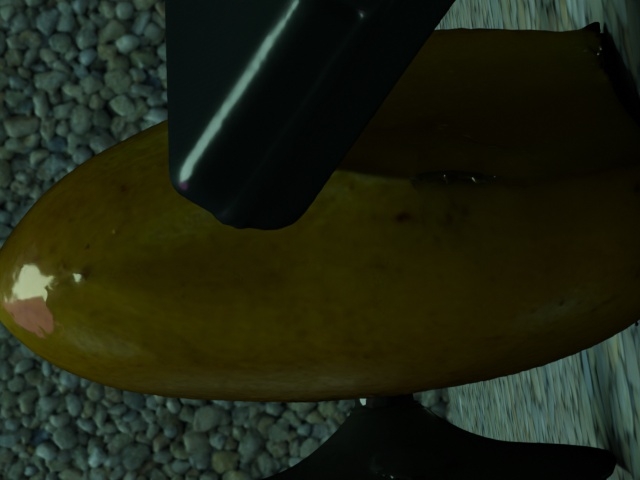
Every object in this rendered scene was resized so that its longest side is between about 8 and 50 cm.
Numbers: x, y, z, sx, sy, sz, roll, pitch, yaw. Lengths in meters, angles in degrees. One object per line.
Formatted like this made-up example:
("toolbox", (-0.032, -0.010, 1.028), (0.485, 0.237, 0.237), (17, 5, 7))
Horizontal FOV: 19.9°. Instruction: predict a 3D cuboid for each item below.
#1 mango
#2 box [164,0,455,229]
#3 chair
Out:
("mango", (0.000, 0.000, 0.726), (0.187, 0.257, 0.138), (-98, -1, -74))
("box", (0.021, -0.128, 0.600), (0.230, 0.050, 0.160), (-54, 24, 27))
("chair", (0.010, -0.064, 0.928), (0.226, 0.226, 0.401), (-36, -63, -89))
